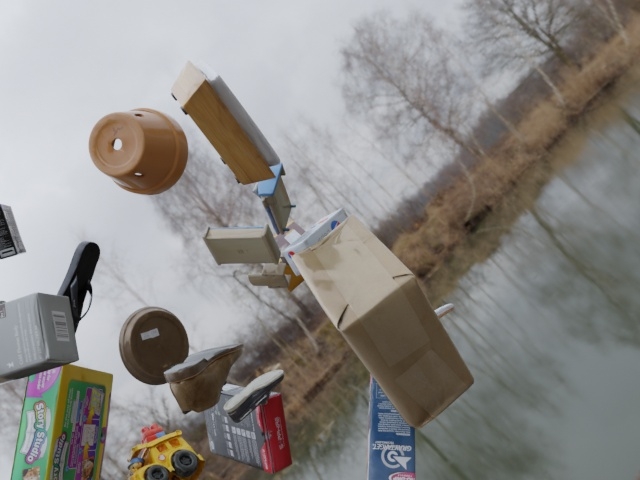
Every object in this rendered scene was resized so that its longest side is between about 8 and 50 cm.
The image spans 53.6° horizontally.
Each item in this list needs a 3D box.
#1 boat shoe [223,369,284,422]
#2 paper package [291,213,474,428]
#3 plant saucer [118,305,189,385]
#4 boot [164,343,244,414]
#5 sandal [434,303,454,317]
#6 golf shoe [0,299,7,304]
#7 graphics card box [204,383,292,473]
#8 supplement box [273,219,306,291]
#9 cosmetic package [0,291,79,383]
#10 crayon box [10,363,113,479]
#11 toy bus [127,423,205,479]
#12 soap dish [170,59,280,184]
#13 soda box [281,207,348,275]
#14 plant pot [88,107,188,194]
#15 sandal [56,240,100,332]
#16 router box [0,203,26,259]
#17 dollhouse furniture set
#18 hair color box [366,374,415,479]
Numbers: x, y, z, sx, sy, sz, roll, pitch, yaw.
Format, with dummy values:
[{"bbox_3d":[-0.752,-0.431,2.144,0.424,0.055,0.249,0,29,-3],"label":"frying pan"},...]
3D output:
[{"bbox_3d":[-0.186,0.456,1.860,0.206,0.065,0.075,-32,16,-25],"label":"boat shoe"},{"bbox_3d":[0.121,0.157,1.286,0.168,0.325,0.309,-36,32,-2],"label":"paper package"},{"bbox_3d":[-0.567,0.361,2.200,0.041,0.278,0.278,-22,13,40],"label":"plant saucer"},{"bbox_3d":[-0.267,0.324,1.523,0.112,0.115,0.305,-16,2,19],"label":"boot"},{"bbox_3d":[0.251,0.257,1.651,0.265,0.076,0.102,-31,-16,-3],"label":"sandal"},{"bbox_3d":[-0.808,0.239,1.693,0.077,0.198,0.094,-57,9,-4],"label":"golf shoe"},{"bbox_3d":[-0.249,0.602,2.067,0.094,0.232,0.371,-11,2,-41],"label":"graphics card box"},{"bbox_3d":[-0.110,0.055,2.384,0.191,0.129,0.194,-40,30,-5],"label":"supplement box"},{"bbox_3d":[-0.561,0.185,1.116,0.238,0.127,0.107,-19,-13,7],"label":"cosmetic package"},{"bbox_3d":[-0.701,0.532,1.736,0.313,0.106,0.362,67,-156,-71],"label":"crayon box"},{"bbox_3d":[-0.478,0.637,1.821,0.220,0.211,0.149,-11,-40,-47],"label":"toy bus"},{"bbox_3d":[-0.234,-0.280,1.526,0.118,0.291,0.229,-37,33,-2],"label":"soap dish"},{"bbox_3d":[0.000,0.000,1.506,0.074,0.069,0.216,-26,10,35],"label":"soda box"},{"bbox_3d":[-0.602,-0.294,2.037,0.291,0.291,0.203,-45,-10,11],"label":"plant pot"},{"bbox_3d":[-0.605,0.126,1.584,0.097,0.054,0.254,33,-111,-72],"label":"sandal"},{"bbox_3d":[-0.803,-0.023,1.616,0.046,0.133,0.179,-18,6,-17],"label":"router box"},{"bbox_3d":[-0.199,-0.053,1.988,0.286,0.198,0.303,71,-155,-47],"label":"dollhouse furniture set"},{"bbox_3d":[0.158,0.458,1.436,0.174,0.105,0.347,85,-171,-54],"label":"hair color box"}]
